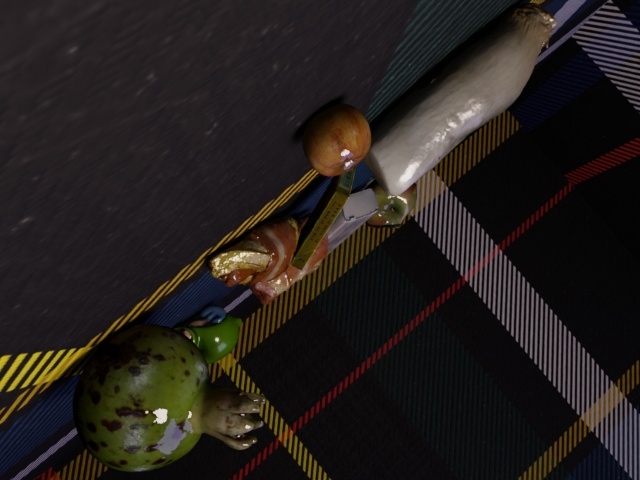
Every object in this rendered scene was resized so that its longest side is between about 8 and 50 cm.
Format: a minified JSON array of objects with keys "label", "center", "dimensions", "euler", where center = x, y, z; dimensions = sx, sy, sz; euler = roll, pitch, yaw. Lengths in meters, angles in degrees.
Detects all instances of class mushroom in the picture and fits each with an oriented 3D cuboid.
[{"label":"mushroom","center":[0.235,-0.241,0.926],"dimensions":[0.397,0.126,0.177],"euler":[-41,-174,11]}]

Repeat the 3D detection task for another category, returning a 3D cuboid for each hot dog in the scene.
[{"label":"hot dog","center":[-0.103,0.027,1.006],"dimensions":[0.261,0.093,0.123],"euler":[-36,174,-48]}]

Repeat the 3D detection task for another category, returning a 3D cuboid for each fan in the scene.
[{"label":"fan","center":[0.064,-0.101,1.804],"dimensions":[0.335,0.011,0.229],"euler":[-43,174,36]}]

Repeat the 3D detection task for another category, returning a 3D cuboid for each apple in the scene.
[{"label":"apple","center":[0.017,-0.117,0.645],"dimensions":[0.084,0.071,0.084],"euler":[-33,170,-7]},{"label":"apple","center":[0.229,-0.135,1.850],"dimensions":[0.207,0.174,0.188],"euler":[-43,-165,28]}]

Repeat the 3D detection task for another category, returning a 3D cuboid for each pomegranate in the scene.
[{"label":"pomegranate","center":[-0.255,0.286,0.925],"dimensions":[0.242,0.306,0.242],"euler":[-58,176,-6]}]

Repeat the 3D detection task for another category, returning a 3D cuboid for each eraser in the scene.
[{"label":"eraser","center":[0.000,-0.001,1.720],"dimensions":[0.213,0.082,0.397],"euler":[-20,163,-50]}]

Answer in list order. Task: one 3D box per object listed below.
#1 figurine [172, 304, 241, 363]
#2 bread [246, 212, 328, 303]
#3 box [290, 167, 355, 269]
[{"label":"figurine","center":[-0.323,0.262,1.457],"dimensions":[0.162,0.143,0.263],"euler":[-48,162,28]},{"label":"bread","center":[-0.085,0.044,1.213],"dimensions":[0.190,0.123,0.244],"euler":[-39,176,24]},{"label":"box","center":[0.005,-0.047,1.043],"dimensions":[0.193,0.030,0.121],"euler":[-58,-170,36]}]
